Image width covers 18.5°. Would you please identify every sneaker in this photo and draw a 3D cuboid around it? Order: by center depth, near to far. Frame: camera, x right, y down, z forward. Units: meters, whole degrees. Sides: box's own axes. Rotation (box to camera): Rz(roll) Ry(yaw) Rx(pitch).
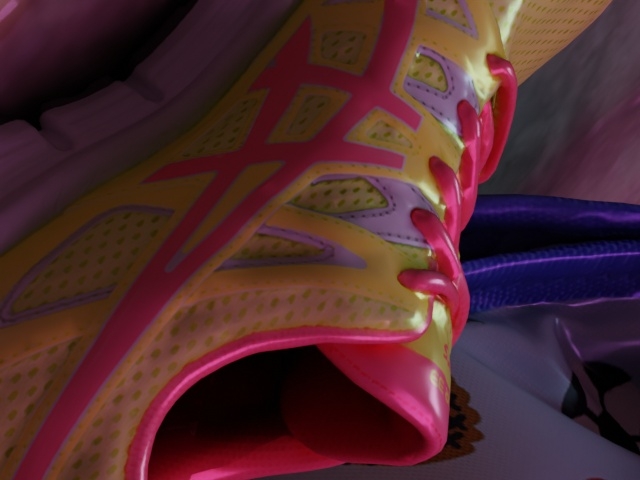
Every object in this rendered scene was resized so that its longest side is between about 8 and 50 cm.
[{"bbox_3d":[0.000,0.000,0.376,0.208,0.094,0.081,-40,157,-25],"label":"sneaker"}]

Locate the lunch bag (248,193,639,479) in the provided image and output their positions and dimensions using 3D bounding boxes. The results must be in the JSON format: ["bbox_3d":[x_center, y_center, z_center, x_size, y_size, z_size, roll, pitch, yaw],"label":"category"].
[{"bbox_3d":[0.012,0.177,0.524,0.385,0.239,0.328,-23,146,-36],"label":"lunch bag"}]
